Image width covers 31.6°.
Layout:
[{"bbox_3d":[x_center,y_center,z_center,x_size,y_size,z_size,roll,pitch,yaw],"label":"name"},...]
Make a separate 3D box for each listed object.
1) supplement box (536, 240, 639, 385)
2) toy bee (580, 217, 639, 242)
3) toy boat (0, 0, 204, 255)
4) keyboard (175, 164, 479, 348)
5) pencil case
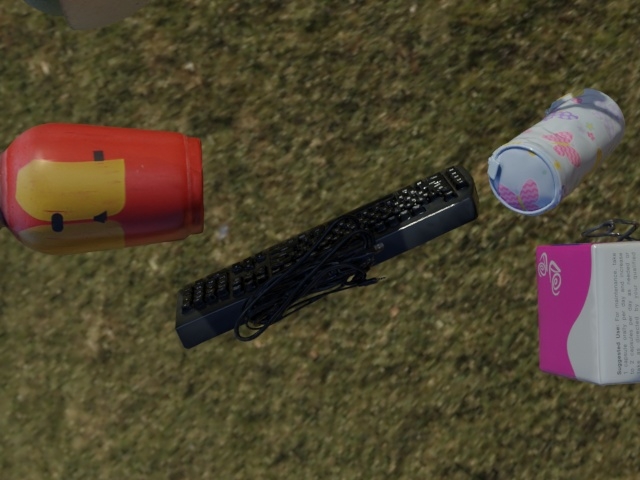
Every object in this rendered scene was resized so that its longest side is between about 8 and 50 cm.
[{"bbox_3d":[0.299,0.054,0.925,0.111,0.220,0.114,177,90,-76],"label":"supplement box"},{"bbox_3d":[0.442,0.031,1.136,0.298,0.195,0.162,-22,72,43],"label":"toy bee"},{"bbox_3d":[-0.131,-0.144,0.506,0.267,0.148,0.318,117,151,-73],"label":"toy boat"},{"bbox_3d":[0.000,0.000,0.653,0.192,0.100,0.038,-25,114,3],"label":"keyboard"},{"bbox_3d":[0.356,-0.138,1.694,0.124,0.273,0.113,39,132,12],"label":"pencil case"}]
